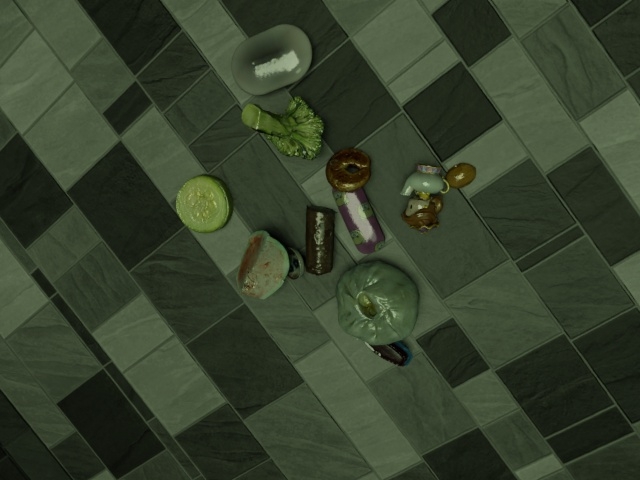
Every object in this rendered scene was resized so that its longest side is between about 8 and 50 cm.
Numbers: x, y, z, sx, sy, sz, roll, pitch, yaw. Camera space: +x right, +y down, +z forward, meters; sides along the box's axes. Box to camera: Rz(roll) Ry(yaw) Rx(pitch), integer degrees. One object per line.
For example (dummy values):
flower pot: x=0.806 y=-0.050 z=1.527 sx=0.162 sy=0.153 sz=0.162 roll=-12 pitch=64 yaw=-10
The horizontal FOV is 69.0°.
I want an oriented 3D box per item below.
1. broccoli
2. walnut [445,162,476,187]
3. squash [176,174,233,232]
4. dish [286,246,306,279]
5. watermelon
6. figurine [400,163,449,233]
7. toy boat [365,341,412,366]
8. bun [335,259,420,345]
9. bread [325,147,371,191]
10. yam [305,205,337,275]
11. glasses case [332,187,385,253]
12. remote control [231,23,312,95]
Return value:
broccoli: x=-0.161 y=-0.431 z=1.717 sx=0.221 sy=0.361 sz=0.252 roll=-42 pitch=53 yaw=23
walnut: x=0.530 y=-0.242 z=1.758 sx=0.121 sy=0.052 sz=0.091 roll=-27 pitch=98 yaw=18
squash: x=-0.501 y=-0.156 z=1.995 sx=0.252 sy=0.049 sz=0.251 roll=3 pitch=102 yaw=12
dish: x=-0.096 y=0.088 z=1.954 sx=0.141 sy=0.078 sz=0.141 roll=24 pitch=122 yaw=46
watermelon: x=-0.237 y=0.084 z=1.918 sx=0.224 sy=0.180 sz=0.305 roll=31 pitch=114 yaw=10
figurine: x=0.390 y=-0.153 z=1.762 sx=0.190 sy=0.142 sz=0.263 roll=5 pitch=103 yaw=-4
toy boat: x=0.278 y=0.439 z=1.939 sx=0.223 sy=0.097 sz=0.100 roll=28 pitch=110 yaw=22
bun: x=0.224 y=0.247 z=1.832 sx=0.355 sy=0.194 sz=0.354 roll=-1 pitch=88 yaw=14
bread: x=0.108 y=-0.271 z=1.802 sx=0.193 sy=0.064 sz=0.193 roll=-3 pitch=66 yaw=6
yam: x=-0.002 y=0.000 z=1.887 sx=0.131 sy=0.131 sz=0.279 roll=4 pitch=103 yaw=11
glasses case: x=0.152 y=-0.098 z=1.854 sx=0.123 sy=0.076 sz=0.316 roll=-24 pitch=94 yaw=13
remote control: x=-0.189 y=-0.690 z=1.785 sx=0.332 sy=0.103 sz=0.221 roll=-16 pitch=92 yaw=15
